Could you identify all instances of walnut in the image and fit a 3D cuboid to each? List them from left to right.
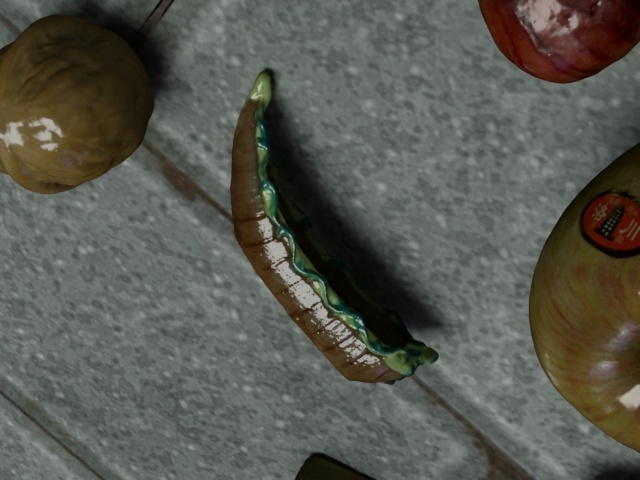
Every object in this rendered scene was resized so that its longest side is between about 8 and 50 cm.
[{"bbox_3d":[-0.218,-0.114,1.441,0.167,0.166,0.149,8,111,30],"label":"walnut"}]

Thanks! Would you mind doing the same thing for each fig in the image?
[{"bbox_3d":[0.156,-0.182,1.136,0.128,0.128,0.150,-15,112,43],"label":"fig"}]

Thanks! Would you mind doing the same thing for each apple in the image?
[{"bbox_3d":[0.275,0.036,1.197,0.261,0.194,0.260,18,136,18],"label":"apple"}]

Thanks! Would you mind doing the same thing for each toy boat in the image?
[{"bbox_3d":[-0.011,0.003,1.454,0.099,0.108,0.293,-29,105,11],"label":"toy boat"}]

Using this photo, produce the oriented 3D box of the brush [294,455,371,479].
[{"bbox_3d":[0.054,0.303,1.706,0.197,0.059,0.123,25,140,15],"label":"brush"}]
